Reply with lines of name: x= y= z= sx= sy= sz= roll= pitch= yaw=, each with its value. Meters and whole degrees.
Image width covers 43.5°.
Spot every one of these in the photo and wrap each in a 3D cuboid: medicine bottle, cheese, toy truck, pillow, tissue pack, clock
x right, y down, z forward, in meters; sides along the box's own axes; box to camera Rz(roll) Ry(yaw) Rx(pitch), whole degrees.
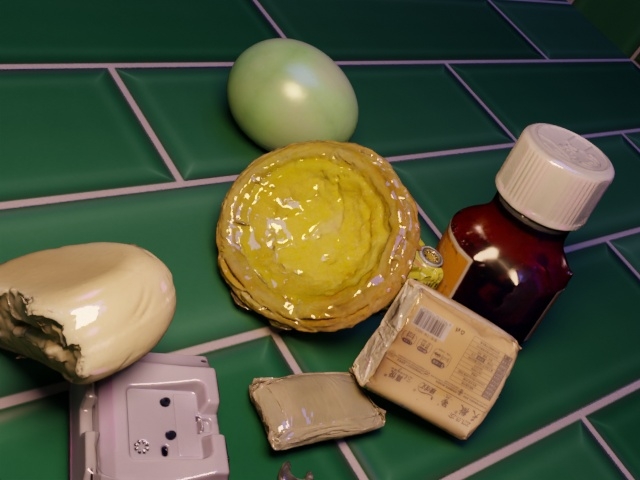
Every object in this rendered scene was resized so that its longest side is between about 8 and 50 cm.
medicine bottle: x=0.354 y=-0.001 z=1.419 sx=0.242 sy=0.395 sz=0.242 roll=19 pitch=36 yaw=-15
cheese: x=-0.324 y=0.088 z=1.025 sx=0.266 sy=0.127 sz=0.233 roll=6 pitch=20 yaw=36
toy truck: x=0.088 y=0.001 z=1.451 sx=0.157 sy=0.124 sz=0.272 roll=-7 pitch=53 yaw=-38
pillow: x=-0.008 y=0.246 z=1.191 sx=0.208 sy=0.053 sz=0.119 roll=-1 pitch=46 yaw=-34
tissue pack: x=0.184 y=0.187 z=1.252 sx=0.222 sy=0.186 sz=0.090 roll=29 pitch=3 yaw=-22
clock: x=-0.224 y=0.245 z=1.035 sx=0.186 sy=0.083 sz=0.253 roll=8 pitch=45 yaw=-26

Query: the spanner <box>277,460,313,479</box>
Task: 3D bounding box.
spanner: x=-0.035 y=0.404 z=1.040 sx=0.054 sy=0.015 sz=0.254 roll=18 pitch=41 yaw=-16

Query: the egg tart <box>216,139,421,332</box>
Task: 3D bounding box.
egg tart: x=0.000 y=0.000 z=1.323 sx=0.345 sy=0.132 sz=0.345 roll=-5 pitch=66 yaw=12

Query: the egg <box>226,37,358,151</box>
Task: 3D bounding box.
egg: x=-0.053 y=-0.274 z=1.572 sx=0.270 sy=0.220 sz=0.220 roll=26 pitch=40 yaw=-7
